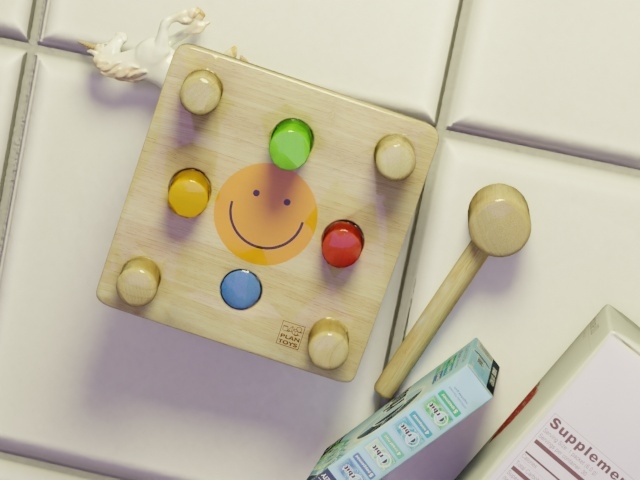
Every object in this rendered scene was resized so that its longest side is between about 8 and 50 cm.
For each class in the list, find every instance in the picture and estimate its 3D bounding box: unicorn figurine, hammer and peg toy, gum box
[{"bbox_3d":[-0.140,-0.166,1.813,0.111,0.060,0.162,-42,87,5],"label":"unicorn figurine"},{"bbox_3d":[0.000,0.000,1.760,0.361,0.127,0.266,19,101,-4],"label":"hammer and peg toy"},{"bbox_3d":[0.078,0.168,1.776,0.184,0.157,0.041,-38,90,10],"label":"gum box"}]

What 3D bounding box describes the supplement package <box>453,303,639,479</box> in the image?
[{"bbox_3d":[0.233,0.230,1.753,0.175,0.177,0.293,40,99,2],"label":"supplement package"}]
